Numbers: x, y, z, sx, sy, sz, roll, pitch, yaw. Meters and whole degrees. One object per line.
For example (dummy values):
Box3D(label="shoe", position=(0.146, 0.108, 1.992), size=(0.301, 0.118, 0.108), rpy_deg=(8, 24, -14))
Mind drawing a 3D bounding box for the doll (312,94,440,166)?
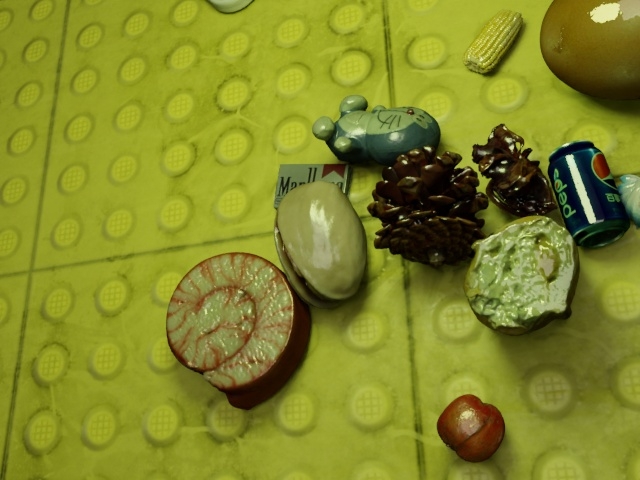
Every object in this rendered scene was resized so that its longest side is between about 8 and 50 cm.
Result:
Box3D(label="doll", position=(0.136, -0.238, 1.575), size=(0.258, 0.154, 0.228), rpy_deg=(3, 29, 32))

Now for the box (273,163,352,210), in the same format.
Box3D(label="box", position=(-0.019, -0.125, 1.658), size=(0.177, 0.036, 0.115), rpy_deg=(2, 71, 21))

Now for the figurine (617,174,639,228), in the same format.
Box3D(label="figurine", position=(0.639, -0.075, 1.391), size=(0.114, 0.079, 0.114), rpy_deg=(4, 107, 13))

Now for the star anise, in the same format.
Box3D(label="star anise", position=(0.385, -0.135, 1.433), size=(0.126, 0.190, 0.220), rpy_deg=(-30, 16, 26))

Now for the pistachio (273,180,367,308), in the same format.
Box3D(label="pistachio", position=(0.000, 0.000, 1.518), size=(0.197, 0.166, 0.288), rpy_deg=(3, 63, -24))

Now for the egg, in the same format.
Box3D(label="egg", position=(0.623, -0.424, 1.410), size=(0.351, 0.282, 0.282), rpy_deg=(-1, 69, 21))

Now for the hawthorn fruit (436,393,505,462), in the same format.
Box3D(label="hawthorn fruit", position=(0.282, 0.350, 1.318), size=(0.128, 0.128, 0.128), rpy_deg=(-7, 67, 17))

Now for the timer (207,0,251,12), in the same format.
Box3D(label="timer", position=(-0.251, -0.776, 1.975), size=(0.237, 0.087, 0.262), rpy_deg=(-43, 61, -1))

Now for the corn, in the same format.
Box3D(label="corn", position=(0.402, -0.464, 1.632), size=(0.085, 0.063, 0.165), rpy_deg=(23, 75, 51))

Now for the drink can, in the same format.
Box3D(label="drink can", position=(0.531, -0.093, 1.404), size=(0.118, 0.118, 0.205), rpy_deg=(-17, 64, 12))

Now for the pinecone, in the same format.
Box3D(label="pinecone", position=(0.219, -0.071, 1.439), size=(0.264, 0.264, 0.264), rpy_deg=(-7, 67, 17))

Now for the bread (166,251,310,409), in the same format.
Box3D(label="bread", position=(-0.181, 0.179, 1.549), size=(0.328, 0.114, 0.295), rpy_deg=(34, 83, 29))

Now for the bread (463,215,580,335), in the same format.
Box3D(label="bread", position=(0.382, 0.073, 1.323), size=(0.196, 0.252, 0.238), rpy_deg=(11, 78, 19))
